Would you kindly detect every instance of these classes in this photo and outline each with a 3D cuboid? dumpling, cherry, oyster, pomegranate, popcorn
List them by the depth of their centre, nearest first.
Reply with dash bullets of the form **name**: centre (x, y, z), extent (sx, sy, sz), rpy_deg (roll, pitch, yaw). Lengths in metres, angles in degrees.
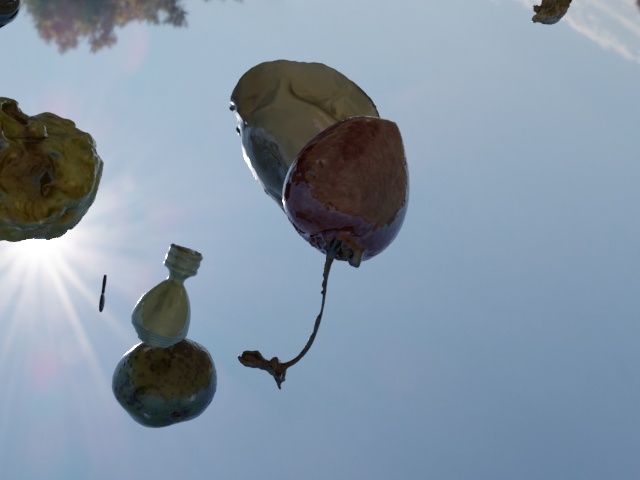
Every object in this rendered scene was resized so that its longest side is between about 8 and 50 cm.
- **cherry**: centre (0.000, 0.000, 0.555), extent (0.090, 0.225, 0.107), rpy_deg (21, 165, 34)
- **dumpling**: centre (-0.006, -0.121, 0.884), extent (0.247, 0.172, 0.142), rpy_deg (58, 177, 3)
- **popcorn**: centre (-0.385, -0.086, 0.891), extent (0.225, 0.173, 0.286), rpy_deg (17, -172, 8)
- **oyster**: centre (0.383, -0.399, 1.191), extent (0.081, 0.038, 0.083), rpy_deg (-6, -93, -16)
- **pomegranate**: centre (-0.326, 0.265, 1.506), extent (0.214, 0.214, 0.248), rpy_deg (11, -141, -31)

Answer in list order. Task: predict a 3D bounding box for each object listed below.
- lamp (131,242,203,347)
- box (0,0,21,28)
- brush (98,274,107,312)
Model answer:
- **lamp**: centre (-0.269, 0.103, 1.291), extent (0.106, 0.193, 0.106), rpy_deg (23, -174, -2)
- **box**: centre (-0.289, -0.220, 0.456), extent (0.144, 0.090, 0.201), rpy_deg (-23, -82, -65)
- **brush**: centre (-0.438, 0.106, 1.453), extent (0.008, 0.024, 0.083), rpy_deg (-4, -118, 4)
